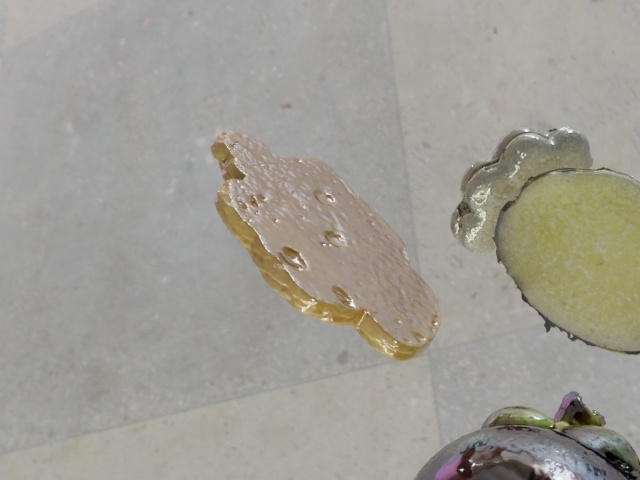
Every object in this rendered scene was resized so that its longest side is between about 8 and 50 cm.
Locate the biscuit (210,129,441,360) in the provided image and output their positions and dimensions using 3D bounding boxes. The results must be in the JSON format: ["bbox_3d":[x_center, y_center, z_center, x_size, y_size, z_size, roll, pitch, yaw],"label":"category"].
[{"bbox_3d":[-0.003,0.003,1.150,0.376,0.269,0.051,46,120,8],"label":"biscuit"}]

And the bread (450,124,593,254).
[{"bbox_3d":[0.397,-0.126,1.893,0.337,0.183,0.102,-41,36,8],"label":"bread"}]

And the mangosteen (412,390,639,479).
[{"bbox_3d":[0.233,0.346,1.051,0.330,0.330,0.330,-12,67,29],"label":"mangosteen"}]

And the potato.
[{"bbox_3d":[0.263,0.024,0.869,0.200,0.081,0.164,40,92,27],"label":"potato"}]
